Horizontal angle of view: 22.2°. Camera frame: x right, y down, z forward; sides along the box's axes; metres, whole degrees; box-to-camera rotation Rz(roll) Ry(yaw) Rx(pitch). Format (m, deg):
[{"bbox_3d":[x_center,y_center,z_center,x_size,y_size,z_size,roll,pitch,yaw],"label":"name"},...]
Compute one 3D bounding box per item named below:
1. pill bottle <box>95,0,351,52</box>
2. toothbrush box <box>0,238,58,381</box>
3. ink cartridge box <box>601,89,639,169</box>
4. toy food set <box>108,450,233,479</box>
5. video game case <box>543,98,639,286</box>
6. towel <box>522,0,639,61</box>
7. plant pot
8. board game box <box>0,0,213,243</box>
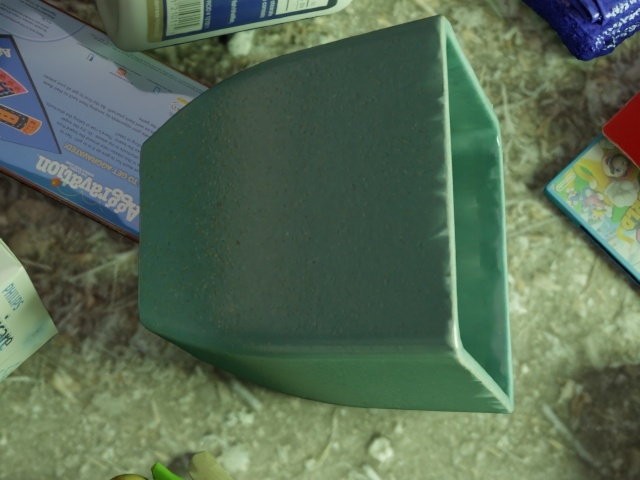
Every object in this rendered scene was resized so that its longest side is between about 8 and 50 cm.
[{"bbox_3d":[-0.053,-0.250,1.340,0.265,0.153,0.153,-13,75,-16],"label":"pill bottle"},{"bbox_3d":[-0.353,0.099,1.205,0.295,0.216,0.126,-43,80,-13],"label":"toothbrush box"},{"bbox_3d":[0.362,-0.066,1.332,0.231,0.078,0.134,43,63,10],"label":"ink cartridge box"},{"bbox_3d":[-0.133,0.229,1.219,0.192,0.038,0.132,-30,50,-25],"label":"toy food set"},{"bbox_3d":[0.286,-0.023,1.363,0.119,0.015,0.166,-42,80,-12],"label":"video game case"},{"bbox_3d":[0.216,-0.329,1.417,0.228,0.076,0.308,-37,78,-10],"label":"towel"},{"bbox_3d":[0.000,0.000,1.237,0.252,0.247,0.248,-5,73,14],"label":"plant pot"},{"bbox_3d":[-0.230,-0.119,1.359,0.281,0.027,0.145,28,77,3],"label":"board game box"}]
